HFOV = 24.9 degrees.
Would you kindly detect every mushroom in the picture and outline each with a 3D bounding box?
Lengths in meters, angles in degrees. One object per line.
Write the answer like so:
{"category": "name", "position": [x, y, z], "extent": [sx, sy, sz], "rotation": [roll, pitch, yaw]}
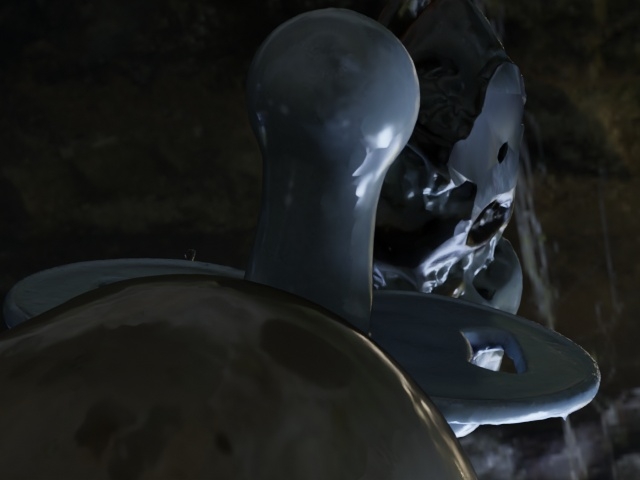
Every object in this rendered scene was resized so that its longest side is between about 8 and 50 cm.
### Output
{"category": "mushroom", "position": [-0.083, 0.164, 0.485], "extent": [0.290, 0.292, 0.292], "rotation": [-5, -145, 34]}

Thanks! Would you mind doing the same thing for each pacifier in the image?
{"category": "pacifier", "position": [0.000, 0.000, 0.705], "extent": [0.287, 0.226, 0.238], "rotation": [11, -166, 3]}

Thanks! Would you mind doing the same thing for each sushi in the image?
{"category": "sushi", "position": [0.073, -0.014, 1.004], "extent": [0.130, 0.332, 0.124], "rotation": [28, -140, 36]}

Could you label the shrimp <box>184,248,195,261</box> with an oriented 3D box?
{"category": "shrimp", "position": [-0.154, 0.119, 1.016], "extent": [0.168, 0.077, 0.317], "rotation": [17, -137, 5]}
